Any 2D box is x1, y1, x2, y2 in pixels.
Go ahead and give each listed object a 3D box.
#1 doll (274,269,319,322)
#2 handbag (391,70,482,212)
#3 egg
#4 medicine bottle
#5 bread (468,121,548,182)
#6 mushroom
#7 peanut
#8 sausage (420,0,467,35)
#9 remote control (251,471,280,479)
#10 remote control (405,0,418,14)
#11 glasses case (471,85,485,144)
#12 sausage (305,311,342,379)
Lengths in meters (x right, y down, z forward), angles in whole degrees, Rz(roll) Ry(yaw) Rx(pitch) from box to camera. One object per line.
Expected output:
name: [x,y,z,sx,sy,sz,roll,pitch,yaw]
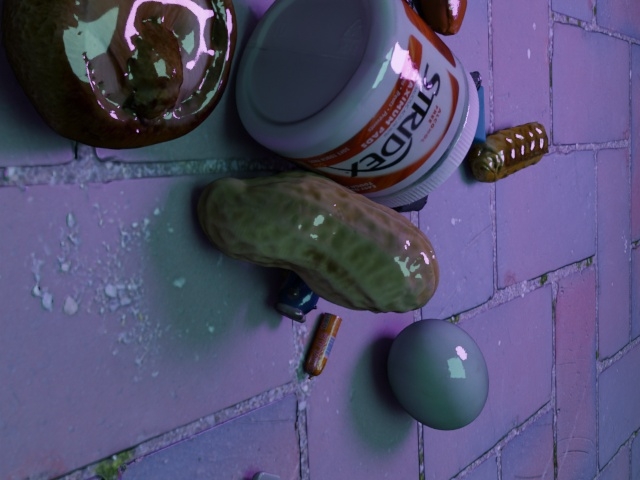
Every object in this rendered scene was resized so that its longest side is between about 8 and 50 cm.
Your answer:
doll: [-0.015,0.041,1.025,0.114,0.085,0.152,71,42,-77]
handbag: [0.177,-0.158,1.192,0.175,0.088,0.270,-16,135,-53]
egg: [0.205,0.234,1.235,0.168,0.168,0.231,-59,136,-31]
medicine bottle: [0.050,-0.197,0.957,0.240,0.252,0.253,24,73,-49]
bread: [0.399,-0.187,1.514,0.269,0.098,0.087,-23,67,-47]
mushroom: [-0.202,-0.209,0.726,0.253,0.153,0.253,-9,101,-50]
peanut: [0.000,0.000,0.916,0.140,0.325,0.153,-79,-172,-53]
sausage: [0.218,-0.460,1.280,0.089,0.089,0.179,-24,114,-47]
remote control: [-0.106,0.409,0.980,0.050,0.027,0.184,34,71,-45]
remote control: [0.162,-0.380,1.259,0.212,0.028,0.059,42,59,-43]
glasses case: [0.203,-0.254,1.291,0.301,0.070,0.117,7,82,-49]
sausage: [0.002,0.163,1.092,0.031,0.031,0.107,44,59,-42]
